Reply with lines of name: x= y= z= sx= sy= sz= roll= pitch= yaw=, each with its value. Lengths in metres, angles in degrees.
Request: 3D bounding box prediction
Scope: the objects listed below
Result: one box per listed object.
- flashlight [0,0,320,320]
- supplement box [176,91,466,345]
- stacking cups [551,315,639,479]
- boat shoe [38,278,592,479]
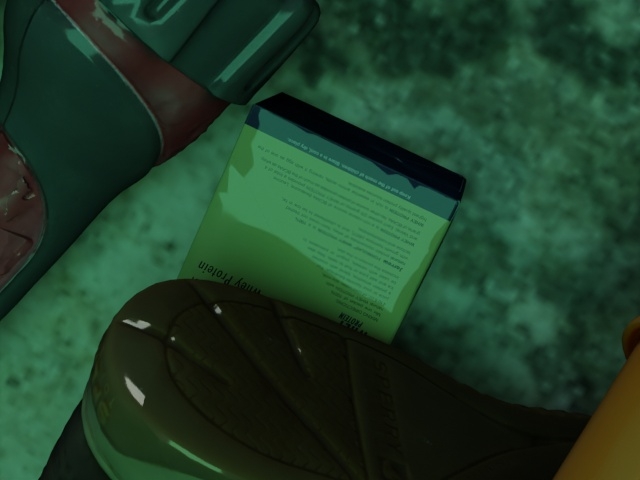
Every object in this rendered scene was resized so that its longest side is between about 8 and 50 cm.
flashlight: x=-0.136 y=-0.010 z=0.468 sx=0.103 sy=0.103 sz=0.304 roll=41 pitch=102 yaw=-21
supplement box: x=0.000 y=0.000 z=0.476 sx=0.083 sy=0.056 sz=0.083 roll=25 pitch=104 yaw=4
stacking cups: x=0.146 y=0.024 z=0.360 sx=0.096 sy=0.096 sz=0.316 roll=34 pitch=72 yaw=1
boat shoe: x=0.061 y=0.135 z=0.444 sx=0.342 sy=0.123 sz=0.123 roll=24 pitch=118 yaw=-17
